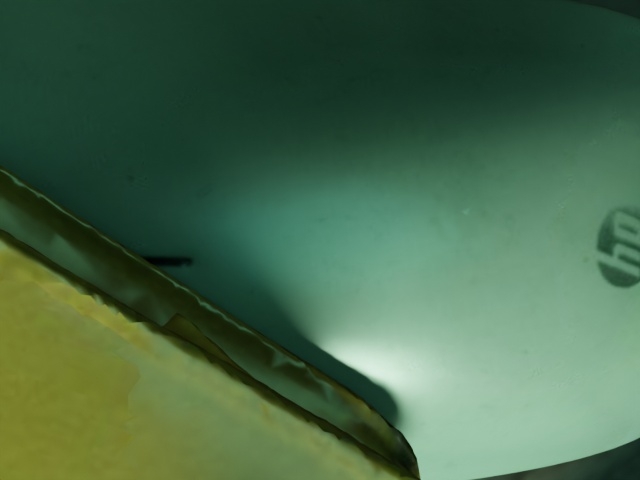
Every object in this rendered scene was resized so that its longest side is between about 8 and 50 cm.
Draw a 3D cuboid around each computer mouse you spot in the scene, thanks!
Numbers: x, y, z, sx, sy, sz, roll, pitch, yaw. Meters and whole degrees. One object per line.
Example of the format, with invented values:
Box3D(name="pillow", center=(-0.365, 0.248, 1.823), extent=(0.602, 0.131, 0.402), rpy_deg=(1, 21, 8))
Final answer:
Box3D(name="computer mouse", center=(0.003, 0.001, 0.546), extent=(0.288, 0.097, 0.159), rpy_deg=(-2, 100, -21))

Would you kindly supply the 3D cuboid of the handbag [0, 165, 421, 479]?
Box3D(name="handbag", center=(-0.172, 0.160, 0.458), extent=(0.283, 0.133, 0.401), rpy_deg=(33, 97, -11))
